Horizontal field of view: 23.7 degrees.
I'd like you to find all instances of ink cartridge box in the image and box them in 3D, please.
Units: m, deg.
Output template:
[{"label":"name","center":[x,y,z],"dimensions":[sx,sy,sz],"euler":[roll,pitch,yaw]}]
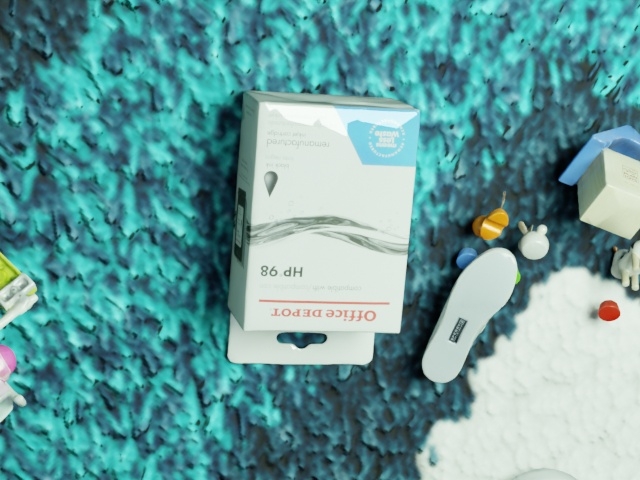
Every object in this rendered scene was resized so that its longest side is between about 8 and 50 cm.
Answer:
[{"label":"ink cartridge box","center":[0.000,0.000,0.962],"dimensions":[0.104,0.060,0.180],"euler":[1,102,-14]}]

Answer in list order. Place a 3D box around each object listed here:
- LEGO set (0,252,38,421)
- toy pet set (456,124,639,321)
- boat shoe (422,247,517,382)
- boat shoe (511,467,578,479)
[{"label":"LEGO set","center":[-0.262,-0.011,0.880],"dimensions":[0.107,0.132,0.287],"euler":[-40,85,-19]},{"label":"toy pet set","center":[0.168,-0.021,1.010],"dimensions":[0.122,0.065,0.114],"euler":[21,132,-14]},{"label":"boat shoe","center":[0.098,0.047,1.008],"dimensions":[0.035,0.035,0.100],"euler":[25,103,-2]},{"label":"boat shoe","center":[0.189,0.288,1.055],"dimensions":[0.096,0.088,0.267],"euler":[-16,106,-9]}]
